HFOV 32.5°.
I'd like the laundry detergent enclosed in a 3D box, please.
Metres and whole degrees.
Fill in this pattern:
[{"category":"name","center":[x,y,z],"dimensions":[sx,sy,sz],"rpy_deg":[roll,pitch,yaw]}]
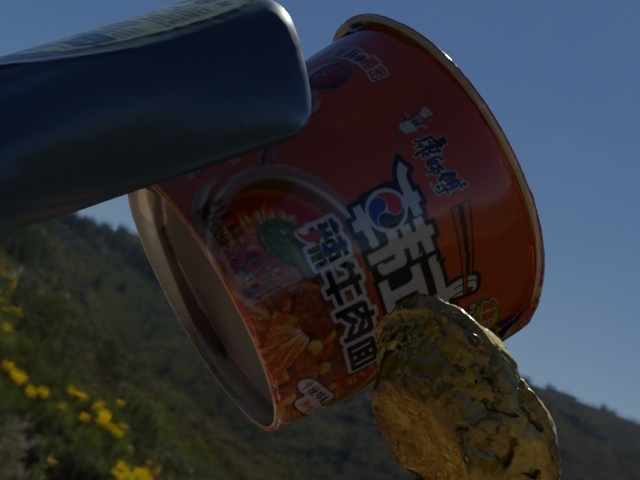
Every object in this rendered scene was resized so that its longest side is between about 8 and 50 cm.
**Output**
[{"category":"laundry detergent","center":[-0.107,-0.033,0.367],"dimensions":[0.206,0.061,0.096],"rpy_deg":[-23,24,-33]}]

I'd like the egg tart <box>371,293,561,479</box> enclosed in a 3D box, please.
[{"category":"egg tart","center":[0.066,0.089,0.560],"dimensions":[0.130,0.052,0.130],"rpy_deg":[41,-33,35]}]

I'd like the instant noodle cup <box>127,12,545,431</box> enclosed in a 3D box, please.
[{"category":"instant noodle cup","center":[0.000,0.000,0.745],"dimensions":[0.250,0.192,0.250],"rpy_deg":[51,-20,27]}]
